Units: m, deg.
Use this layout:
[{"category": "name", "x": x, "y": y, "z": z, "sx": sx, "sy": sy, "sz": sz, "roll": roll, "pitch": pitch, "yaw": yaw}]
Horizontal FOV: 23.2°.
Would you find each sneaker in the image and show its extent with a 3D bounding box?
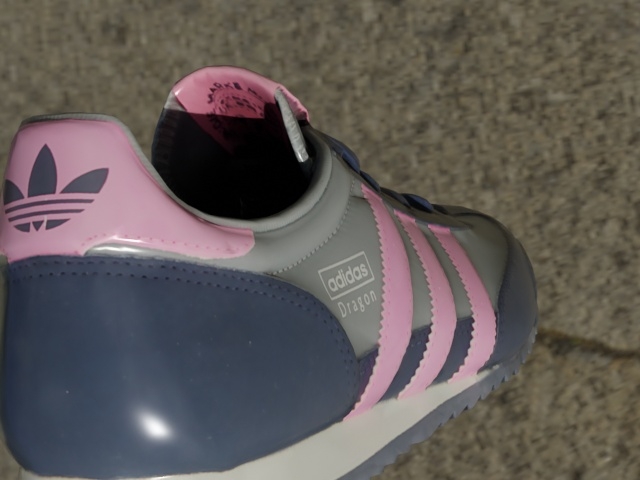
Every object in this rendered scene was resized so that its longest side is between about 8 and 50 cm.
[{"category": "sneaker", "x": 0.000, "y": 0.000, "z": 0.543, "sx": 0.112, "sy": 0.319, "sz": 0.131, "roll": -4, "pitch": 99, "yaw": 22}]
